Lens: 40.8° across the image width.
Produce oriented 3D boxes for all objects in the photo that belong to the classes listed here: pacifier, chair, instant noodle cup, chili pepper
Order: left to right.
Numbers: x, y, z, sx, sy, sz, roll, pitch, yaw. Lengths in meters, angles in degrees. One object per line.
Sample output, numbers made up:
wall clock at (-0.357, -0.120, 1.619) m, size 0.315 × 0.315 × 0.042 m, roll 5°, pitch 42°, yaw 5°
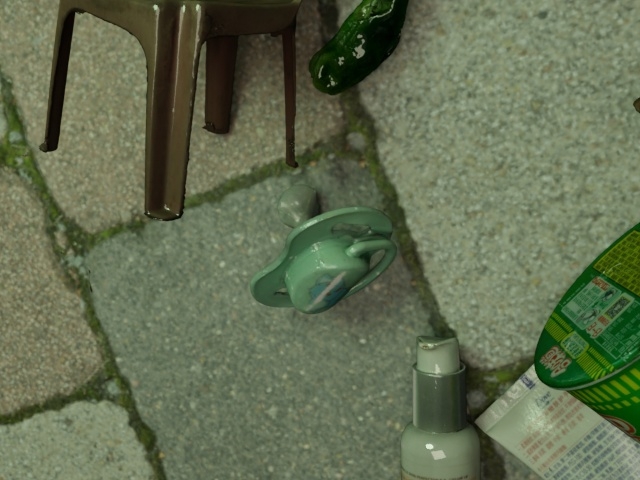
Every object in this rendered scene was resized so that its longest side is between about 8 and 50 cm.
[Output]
chair at (-0.089, -0.207, 0.657) m, size 0.176 × 0.183 × 0.326 m, roll 27°, pitch 120°, yaw 35°
pacifier at (0.000, 0.000, 0.775) m, size 0.150 × 0.127 × 0.116 m, roll -56°, pitch 43°, yaw 43°
chili pepper at (0.041, -0.202, 0.717) m, size 0.073 × 0.050 × 0.182 m, roll 3°, pitch 128°, yaw -16°
instant noodle cup at (0.322, 0.107, 0.662) m, size 0.233 × 0.207 × 0.207 m, roll 42°, pitch 107°, yaw -3°

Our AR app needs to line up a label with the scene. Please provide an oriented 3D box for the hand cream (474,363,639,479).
hand cream at (0.265, 0.207, 0.756) m, size 0.248 × 0.083 × 0.133 m, roll 47°, pitch 107°, yaw 13°

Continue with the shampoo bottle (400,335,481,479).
shampoo bottle at (0.108, 0.179, 0.783) m, size 0.074 × 0.074 × 0.192 m, roll -1°, pitch 99°, yaw 14°

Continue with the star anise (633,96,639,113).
star anise at (0.356, -0.170, 0.647) m, size 0.209 × 0.089 × 0.231 m, roll 31°, pitch 98°, yaw 11°
